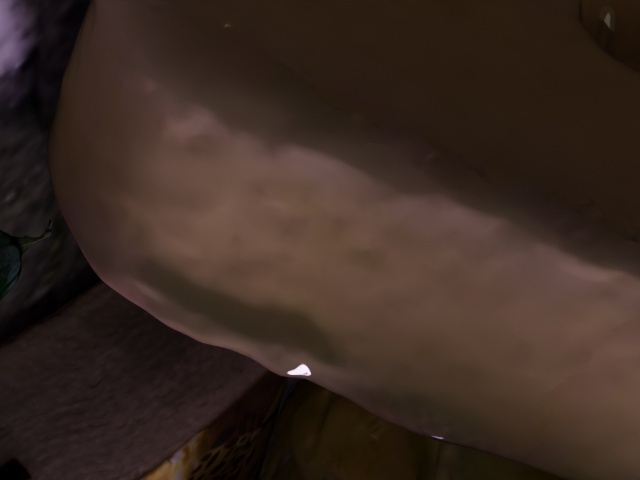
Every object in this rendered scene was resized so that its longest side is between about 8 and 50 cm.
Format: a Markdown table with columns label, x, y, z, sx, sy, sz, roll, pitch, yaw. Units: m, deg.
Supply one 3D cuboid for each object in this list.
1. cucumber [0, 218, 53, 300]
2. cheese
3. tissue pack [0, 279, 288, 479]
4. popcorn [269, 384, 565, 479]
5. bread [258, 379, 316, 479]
| label | x | y | z | sx | sy | sz | roll | pitch | yaw |
| --- | --- | --- | --- | --- | --- | --- | --- | --- | --- |
| cucumber | -0.147 | 0.028 | 0.522 | 0.168 | 0.039 | 0.039 | -25 | 148 | -43 |
| cheese | 0.125 | -0.068 | 0.627 | 0.384 | 0.384 | 0.104 | -32 | 158 | -39 |
| tissue pack | -0.110 | 0.130 | 0.696 | 0.183 | 0.092 | 0.226 | -34 | 152 | -37 |
| popcorn | 0.094 | 0.138 | 0.679 | 0.225 | 0.276 | 0.276 | -57 | 159 | -4 |
| bread | 0.119 | 0.255 | 0.975 | 0.395 | 0.264 | 0.239 | 25 | 96 | -43 |
